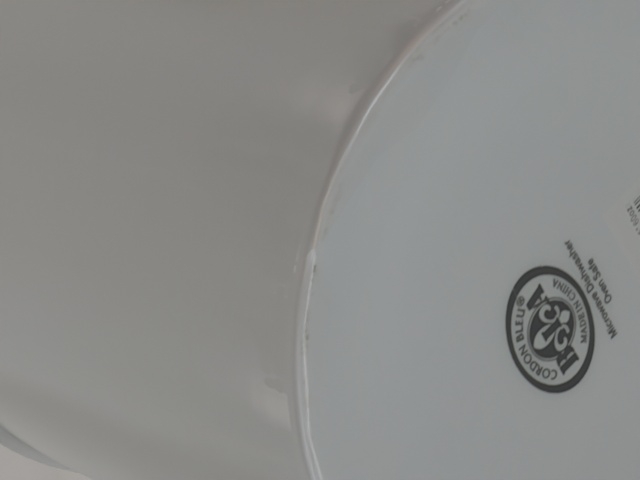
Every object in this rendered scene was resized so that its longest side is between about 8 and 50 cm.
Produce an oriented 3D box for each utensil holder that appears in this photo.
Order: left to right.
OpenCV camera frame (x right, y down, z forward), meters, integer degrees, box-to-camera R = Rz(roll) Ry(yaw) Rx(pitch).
[{"bbox_3d":[0.000,0.000,0.966,0.327,0.385,0.328,-8,104,-34],"label":"utensil holder"}]
